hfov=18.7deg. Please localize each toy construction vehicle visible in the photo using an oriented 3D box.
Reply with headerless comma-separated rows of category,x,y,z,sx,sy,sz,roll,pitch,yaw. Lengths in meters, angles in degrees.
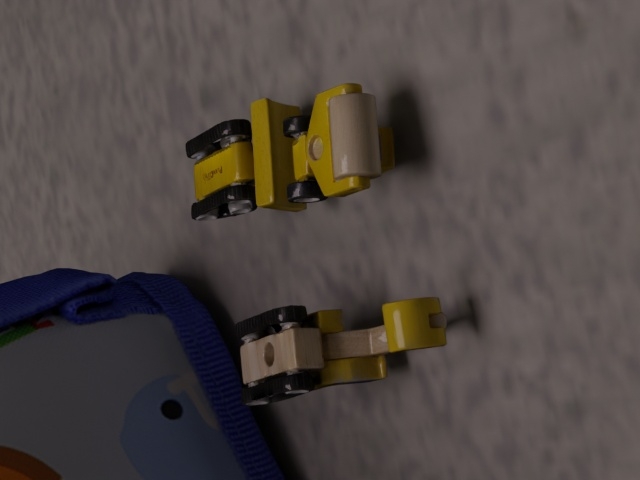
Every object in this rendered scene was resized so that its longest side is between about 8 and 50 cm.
toy construction vehicle,0.000,0.000,0.544,0.098,0.035,0.086,-26,67,58

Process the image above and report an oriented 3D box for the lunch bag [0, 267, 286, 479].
lunch bag,-0.147,0.220,0.587,0.239,0.327,0.386,-7,96,57
